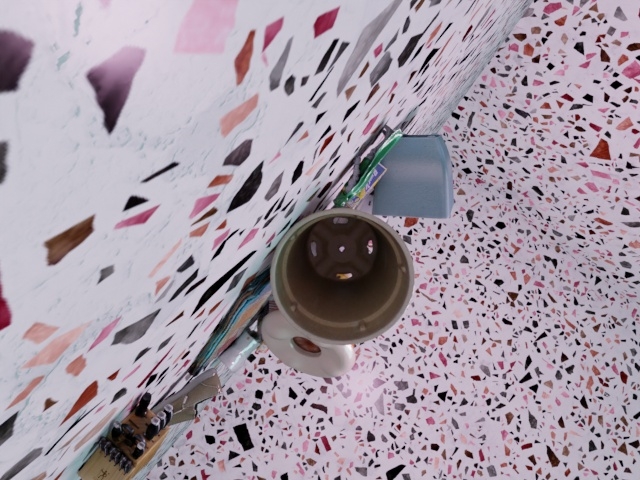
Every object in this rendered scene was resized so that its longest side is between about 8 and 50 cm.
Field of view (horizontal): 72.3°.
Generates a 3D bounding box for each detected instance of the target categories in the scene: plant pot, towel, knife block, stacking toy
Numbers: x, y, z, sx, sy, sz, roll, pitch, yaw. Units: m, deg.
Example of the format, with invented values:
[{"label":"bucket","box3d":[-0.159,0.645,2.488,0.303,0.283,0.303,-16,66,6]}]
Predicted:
[{"label":"plant pot","box3d":[0.058,0.055,1.155,0.333,0.334,0.305,-52,-174,13]},{"label":"plant pot","box3d":[0.316,-0.225,1.463,0.248,0.248,0.251,-39,130,-64]},{"label":"towel","box3d":[-0.212,0.207,1.237,0.370,0.040,0.271,-53,173,27]},{"label":"knife block","box3d":[-0.388,0.420,0.960,0.242,0.088,0.275,-50,174,-3]},{"label":"stacking toy","box3d":[0.022,0.233,1.649,0.350,0.351,0.479,-56,-176,48]}]

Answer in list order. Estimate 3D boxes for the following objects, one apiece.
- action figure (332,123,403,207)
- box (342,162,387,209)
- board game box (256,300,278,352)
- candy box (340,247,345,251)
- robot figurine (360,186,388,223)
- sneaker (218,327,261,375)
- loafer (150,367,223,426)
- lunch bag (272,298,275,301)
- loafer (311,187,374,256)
[{"label":"action figure","box3d":[0.109,-0.179,1.100,0.232,0.064,0.137,-54,177,0]},{"label":"box","box3d":[0.128,-0.170,1.342,0.169,0.059,0.054,-50,176,-9]},{"label":"board game box","box3d":[-0.213,0.348,1.754,0.193,0.045,0.146,124,-30,-51]},{"label":"candy box","box3d":[-0.013,0.094,1.755,0.233,0.071,0.159,-34,167,-42]},{"label":"robot figurine","box3d":[0.183,-0.091,1.712,0.174,0.209,0.278,-29,177,6]},{"label":"sneaker","box3d":[-0.297,0.435,1.729,0.169,0.108,0.292,-46,172,-16]},{"label":"loafer","box3d":[-0.371,0.449,1.174,0.251,0.087,0.094,-36,171,-15]},{"label":"lunch bag","box3d":[-0.168,0.250,1.827,0.083,0.053,0.071,-59,177,-9]},{"label":"loafer","box3d":[0.073,-0.052,1.415,0.319,0.111,0.112,-51,175,3]}]
